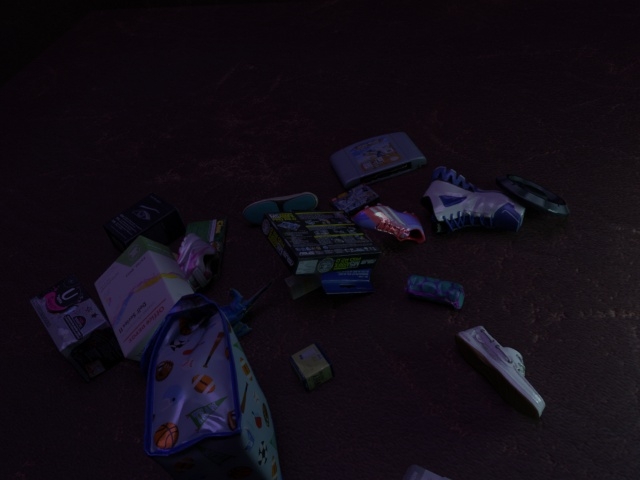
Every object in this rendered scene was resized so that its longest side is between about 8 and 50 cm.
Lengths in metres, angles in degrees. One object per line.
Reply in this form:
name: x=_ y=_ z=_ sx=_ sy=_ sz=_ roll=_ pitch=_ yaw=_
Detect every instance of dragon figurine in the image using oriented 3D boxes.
dragon figurine: x=-0.242 y=0.214 z=1.661 sx=0.289 sy=0.085 sz=0.144 roll=-20 pitch=45 yaw=-1

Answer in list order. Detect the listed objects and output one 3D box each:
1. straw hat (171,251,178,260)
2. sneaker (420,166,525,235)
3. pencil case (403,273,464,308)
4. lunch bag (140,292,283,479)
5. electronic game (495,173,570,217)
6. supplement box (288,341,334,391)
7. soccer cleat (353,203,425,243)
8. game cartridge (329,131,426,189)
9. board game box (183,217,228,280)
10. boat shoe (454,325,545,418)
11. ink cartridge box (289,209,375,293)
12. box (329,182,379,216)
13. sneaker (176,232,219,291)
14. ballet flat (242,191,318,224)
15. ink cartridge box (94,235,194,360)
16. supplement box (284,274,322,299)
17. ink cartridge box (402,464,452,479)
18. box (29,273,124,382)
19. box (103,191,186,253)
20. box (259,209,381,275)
straw hat: x=-0.512 y=0.066 z=1.900 sx=0.145 sy=0.061 sz=0.144 roll=-6 pitch=43 yaw=6
sneaker: x=0.426 y=-0.076 z=1.800 sx=0.316 sy=0.127 sz=0.182 roll=30 pitch=71 yaw=28
pencil case: x=0.306 y=0.136 z=1.631 sx=0.152 sy=0.064 sz=0.070 roll=12 pitch=32 yaw=25
lunch bag: x=-0.241 y=0.353 z=1.345 sx=0.239 sy=0.327 sz=0.385 roll=-14 pitch=45 yaw=1
electronic game: x=0.618 y=-0.131 z=1.776 sx=0.230 sy=0.048 sz=0.229 roll=20 pitch=22 yaw=-9
supplement box: x=-0.023 y=0.317 z=1.524 sx=0.083 sy=0.056 sz=0.083 roll=-27 pitch=45 yaw=-15
soccer cleat: x=0.205 y=-0.044 z=1.760 sx=0.248 sy=0.083 sz=0.095 roll=6 pitch=46 yaw=-39
game cartridge: x=0.190 y=-0.282 z=2.108 sx=0.298 sy=0.062 sz=0.198 roll=-19 pitch=47 yaw=-7
board game box: x=-0.373 y=0.031 z=1.930 sx=0.136 sy=0.030 sz=0.259 roll=-8 pitch=43 yaw=8
boat shoe: x=0.431 y=0.290 z=1.415 sx=0.096 sy=0.098 sz=0.277 roll=-27 pitch=44 yaw=-14
ink cartridge box: x=0.032 y=0.024 z=1.769 sx=0.166 sy=0.065 sz=0.332 roll=0 pitch=37 yaw=-29
box: x=0.110 y=-0.131 z=1.984 sx=0.137 sy=0.027 sz=0.094 roll=-27 pitch=46 yaw=-15
sneaker: x=-0.381 y=0.103 z=1.775 sx=0.111 sy=0.103 sz=0.252 roll=17 pitch=73 yaw=16
ballet flat: x=-0.130 y=-0.109 z=1.993 sx=0.249 sy=0.086 sz=0.086 roll=-10 pitch=43 yaw=1
ink cartridge box: x=-0.447 y=0.181 z=1.619 sx=0.207 sy=0.119 sz=0.353 roll=-45 pitch=54 yaw=9
supplement box: x=-0.048 y=0.119 z=1.734 sx=0.099 sy=0.062 sz=0.036 roll=-25 pitch=45 yaw=-14
ink cartridge box: x=0.226 y=0.613 z=1.102 sx=0.272 sy=0.130 sz=0.309 roll=17 pitch=50 yaw=30
box: x=-0.665 y=0.237 z=1.682 sx=0.142 sy=0.163 sz=0.247 roll=-36 pitch=48 yaw=-21
box: x=-0.574 y=-0.041 z=1.993 sx=0.207 sy=0.108 sz=0.153 roll=-38 pitch=48 yaw=-25
box: x=0.000 y=0.000 z=1.671 sx=0.270 sy=0.060 sz=0.216 roll=-4 pitch=37 yaw=-33
